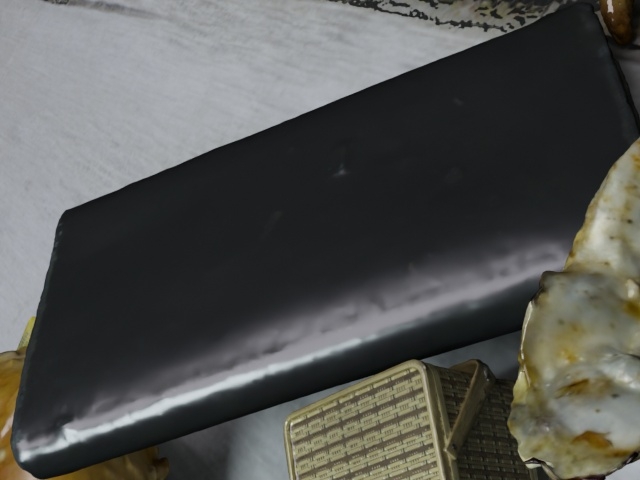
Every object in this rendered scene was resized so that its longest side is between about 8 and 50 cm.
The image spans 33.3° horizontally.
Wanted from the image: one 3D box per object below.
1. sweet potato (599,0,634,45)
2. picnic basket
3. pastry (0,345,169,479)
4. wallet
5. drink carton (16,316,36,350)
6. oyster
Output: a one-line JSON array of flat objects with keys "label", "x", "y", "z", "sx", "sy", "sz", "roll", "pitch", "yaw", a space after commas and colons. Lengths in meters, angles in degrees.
[{"label": "sweet potato", "x": 0.217, "y": -0.229, "z": 0.695, "sx": 0.050, "sy": 0.050, "sz": 0.214, "roll": 19, "pitch": 85, "yaw": 54}, {"label": "picnic basket", "x": 0.052, "y": 0.152, "z": 0.567, "sx": 0.115, "sy": 0.079, "sz": 0.164, "roll": -29, "pitch": 58, "yaw": 37}, {"label": "pastry", "x": -0.234, "y": 0.233, "z": 0.793, "sx": 0.316, "sy": 0.184, "sz": 0.284, "roll": -39, "pitch": 47, "yaw": 15}, {"label": "wallet", "x": 0.000, "y": 0.000, "z": 0.667, "sx": 0.406, "sy": 0.062, "sz": 0.228, "roll": -20, "pitch": 44, "yaw": 18}, {"label": "drink carton", "x": -0.201, "y": 0.119, "z": 0.931, "sx": 0.200, "sy": 0.074, "sz": 0.084, "roll": 12, "pitch": 75, "yaw": 52}, {"label": "oyster", "x": 0.183, "y": -0.002, "z": 0.487, "sx": 0.294, "sy": 0.094, "sz": 0.166, "roll": -43, "pitch": 50, "yaw": -13}]
